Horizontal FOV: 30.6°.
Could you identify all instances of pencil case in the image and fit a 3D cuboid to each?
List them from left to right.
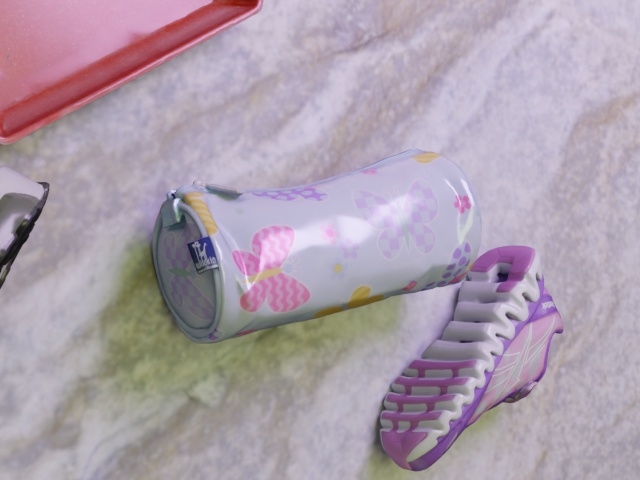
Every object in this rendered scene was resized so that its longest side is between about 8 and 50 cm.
[{"bbox_3d":[0.000,0.000,0.956,0.273,0.113,0.124,-10,73,-31],"label":"pencil case"}]

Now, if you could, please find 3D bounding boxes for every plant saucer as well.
[{"bbox_3d":[-0.204,-0.238,0.883,0.258,0.048,0.259,-34,105,-28],"label":"plant saucer"}]

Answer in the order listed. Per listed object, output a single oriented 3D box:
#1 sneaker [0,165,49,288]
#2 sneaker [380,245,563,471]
[{"bbox_3d":[-0.345,0.069,0.713,0.182,0.158,0.410,33,46,-4],"label":"sneaker"},{"bbox_3d":[0.148,0.119,1.055,0.104,0.095,0.236,51,63,-27],"label":"sneaker"}]
